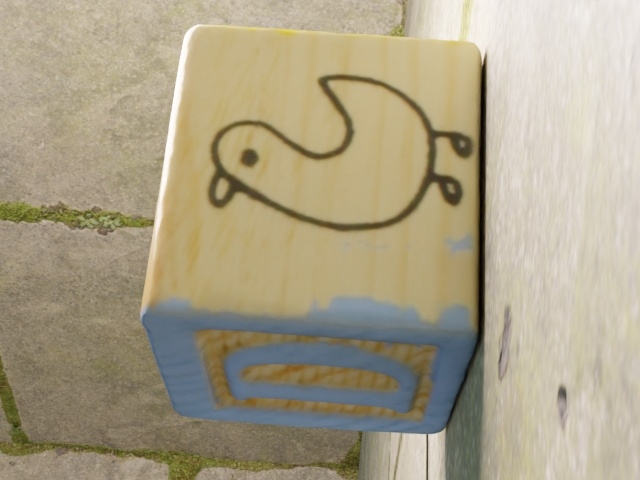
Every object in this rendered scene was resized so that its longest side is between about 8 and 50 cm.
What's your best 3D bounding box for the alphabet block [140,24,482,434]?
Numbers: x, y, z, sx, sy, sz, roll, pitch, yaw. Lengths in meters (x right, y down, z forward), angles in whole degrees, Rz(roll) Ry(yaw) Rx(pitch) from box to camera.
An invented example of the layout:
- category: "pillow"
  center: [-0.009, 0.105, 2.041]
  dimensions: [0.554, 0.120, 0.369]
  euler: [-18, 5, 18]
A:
- category: "alphabet block"
  center: [0.000, 0.000, 0.689]
  dimensions: [0.193, 0.192, 0.197]
  euler: [95, 179, -63]
